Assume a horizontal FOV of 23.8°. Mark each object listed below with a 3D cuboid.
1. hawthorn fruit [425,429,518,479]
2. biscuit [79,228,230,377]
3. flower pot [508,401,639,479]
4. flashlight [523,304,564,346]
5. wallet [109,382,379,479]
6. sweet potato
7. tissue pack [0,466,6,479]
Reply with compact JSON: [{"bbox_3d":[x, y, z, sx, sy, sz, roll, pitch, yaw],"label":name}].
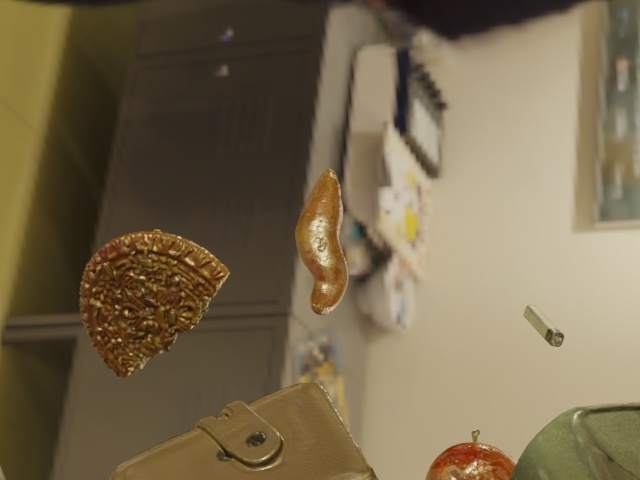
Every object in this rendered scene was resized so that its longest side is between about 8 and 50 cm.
[{"bbox_3d":[0.218,0.350,2.170,0.285,0.165,0.165,-68,152,-83],"label":"hawthorn fruit"},{"bbox_3d":[-0.187,0.058,1.561,0.126,0.206,0.025,44,36,-2],"label":"biscuit"},{"bbox_3d":[0.159,0.199,0.798,0.108,0.103,0.229,-109,-169,-48],"label":"flower pot"},{"bbox_3d":[0.265,0.101,1.801,0.083,0.018,0.018,-125,-132,-65],"label":"flashlight"},{"bbox_3d":[-0.049,0.148,0.939,0.118,0.153,0.038,54,-14,52],"label":"wallet"},{"bbox_3d":[0.001,0.001,1.792,0.055,0.058,0.202,46,37,-53],"label":"sweet potato"},{"bbox_3d":[-0.258,0.236,0.998,0.310,0.128,0.228,86,-10,-53],"label":"tissue pack"}]
